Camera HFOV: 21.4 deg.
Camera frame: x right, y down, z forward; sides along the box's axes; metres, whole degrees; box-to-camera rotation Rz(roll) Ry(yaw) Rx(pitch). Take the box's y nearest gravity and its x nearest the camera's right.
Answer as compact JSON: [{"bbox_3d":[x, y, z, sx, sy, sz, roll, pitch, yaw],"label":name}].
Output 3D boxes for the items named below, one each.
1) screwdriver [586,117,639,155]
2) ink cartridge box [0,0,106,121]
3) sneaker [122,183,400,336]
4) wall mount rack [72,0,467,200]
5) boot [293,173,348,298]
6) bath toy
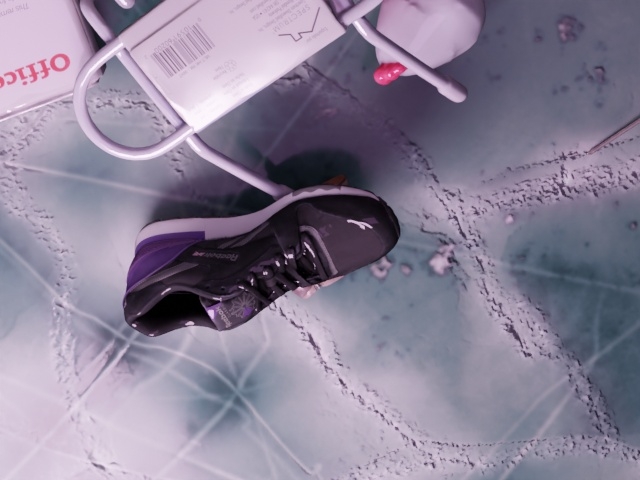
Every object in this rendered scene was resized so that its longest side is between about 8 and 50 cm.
[{"bbox_3d":[0.342,-0.137,1.729,0.170,0.024,0.025,-29,72,9],"label":"screwdriver"},{"bbox_3d":[-0.348,-0.252,1.605,0.207,0.117,0.283,-20,102,0],"label":"ink cartridge box"},{"bbox_3d":[-0.057,0.037,1.635,0.283,0.124,0.107,-13,129,21],"label":"sneaker"},{"bbox_3d":[-0.042,-0.171,1.555,0.350,0.130,0.304,-32,108,22],"label":"wall mount rack"},{"bbox_3d":[0.000,0.000,1.723,0.118,0.042,0.087,-36,108,5],"label":"boot"},{"bbox_3d":[0.006,-0.284,1.616,0.348,0.151,0.129,44,77,-18],"label":"bath toy"}]
